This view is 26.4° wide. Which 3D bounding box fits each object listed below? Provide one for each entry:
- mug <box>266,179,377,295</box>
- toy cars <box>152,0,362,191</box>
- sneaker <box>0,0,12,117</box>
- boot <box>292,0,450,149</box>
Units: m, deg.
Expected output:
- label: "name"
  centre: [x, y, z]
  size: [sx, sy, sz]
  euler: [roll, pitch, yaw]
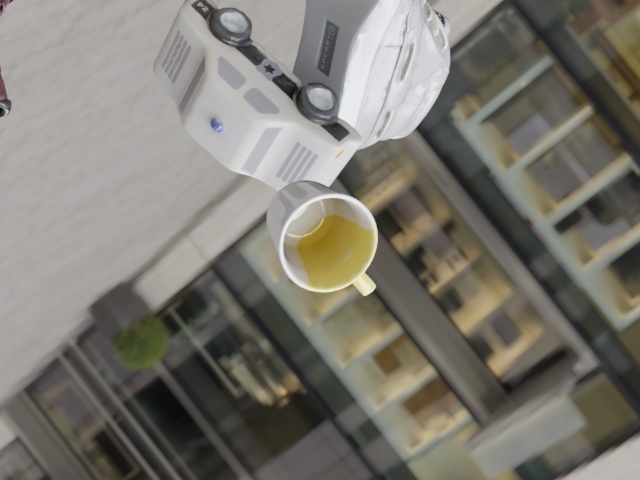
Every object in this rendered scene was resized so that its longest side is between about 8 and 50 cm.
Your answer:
- label: "mug"
  centre: [-0.004, -0.001, 0.844]
  size: [0.062, 0.078, 0.064]
  euler: [-13, -157, -14]
- label: "toy cars"
  centre: [-0.098, -0.193, 1.046]
  size: [0.176, 0.394, 0.087]
  euler: [1, -149, 38]
- label: "sneaker"
  centre: [-0.331, -0.198, 1.322]
  size: [0.106, 0.162, 0.281]
  euler: [-40, 180, 45]
- label: "boot"
  centre: [0.057, -0.188, 1.126]
  size: [0.123, 0.095, 0.258]
  euler: [-15, 139, -38]
